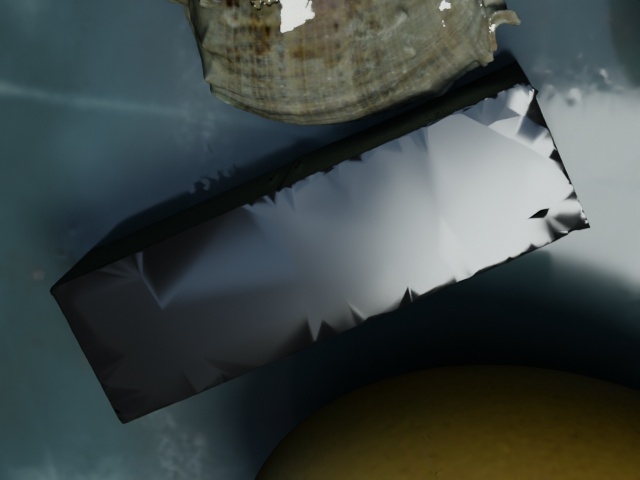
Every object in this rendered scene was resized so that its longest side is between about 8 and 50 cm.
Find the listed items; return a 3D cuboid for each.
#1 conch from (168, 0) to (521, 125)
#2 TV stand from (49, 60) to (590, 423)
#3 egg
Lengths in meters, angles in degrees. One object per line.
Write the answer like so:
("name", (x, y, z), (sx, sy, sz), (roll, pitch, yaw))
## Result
("conch", (-0.006, -0.126, 0.617), (0.207, 0.155, 0.130), (14, 61, -3))
("TV stand", (0.000, 0.000, 0.654), (0.269, 0.083, 0.088), (-24, 100, 10))
("egg", (0.112, 0.190, 0.605), (0.322, 0.250, 0.250), (22, 106, 5))
